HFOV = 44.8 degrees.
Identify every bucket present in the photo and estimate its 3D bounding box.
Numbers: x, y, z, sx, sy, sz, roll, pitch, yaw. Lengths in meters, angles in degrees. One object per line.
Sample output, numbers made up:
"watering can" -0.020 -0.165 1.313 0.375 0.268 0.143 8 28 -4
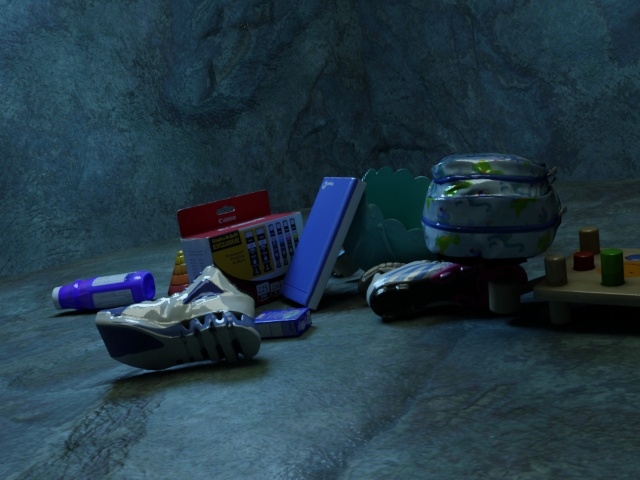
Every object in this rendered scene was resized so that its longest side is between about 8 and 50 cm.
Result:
"bucket" 0.195 -0.034 1.924 0.281 0.183 0.281 16 35 -12

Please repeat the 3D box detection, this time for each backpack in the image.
"backpack" 0.318 -0.061 1.480 0.290 0.273 0.355 7 26 17

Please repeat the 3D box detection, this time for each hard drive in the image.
"hard drive" 0.000 0.000 1.887 0.040 0.319 0.210 23 -3 -20

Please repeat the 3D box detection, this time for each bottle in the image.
"bottle" -0.622 0.149 2.223 0.283 0.092 0.118 -8 8 7

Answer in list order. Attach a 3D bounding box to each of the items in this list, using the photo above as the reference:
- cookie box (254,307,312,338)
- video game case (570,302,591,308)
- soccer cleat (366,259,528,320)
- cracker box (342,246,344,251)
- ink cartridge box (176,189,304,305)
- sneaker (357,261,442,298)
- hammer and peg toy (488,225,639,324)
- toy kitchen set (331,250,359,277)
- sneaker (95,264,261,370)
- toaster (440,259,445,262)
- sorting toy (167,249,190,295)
"cookie box" -0.084 0.175 1.643 0.107 0.040 0.092 -6 9 19
"video game case" 0.565 0.095 1.566 0.190 0.022 0.173 -10 9 -1
"soccer cleat" 0.258 0.079 1.622 0.331 0.116 0.143 -9 23 9
"cracker box" 0.157 0.011 2.421 0.155 0.067 0.232 -7 8 8
"ink cartridge box" -0.189 0.023 1.983 0.309 0.272 0.130 -19 12 -42
"sneaker" 0.206 0.095 1.744 0.228 0.086 0.132 -10 11 -14
"hammer and peg toy" 0.501 0.056 1.413 0.361 0.127 0.266 1 17 38
"toy kitchen set" 0.089 -0.012 2.134 0.207 0.122 0.166 -42 12 -13
"sneaker" -0.262 0.147 1.529 0.315 0.127 0.182 -2 38 6
"toaster" 0.437 -0.010 2.118 0.168 0.110 0.185 -4 10 37
"sorting toy" -0.306 0.086 2.212 0.365 0.126 0.127 -3 10 40
